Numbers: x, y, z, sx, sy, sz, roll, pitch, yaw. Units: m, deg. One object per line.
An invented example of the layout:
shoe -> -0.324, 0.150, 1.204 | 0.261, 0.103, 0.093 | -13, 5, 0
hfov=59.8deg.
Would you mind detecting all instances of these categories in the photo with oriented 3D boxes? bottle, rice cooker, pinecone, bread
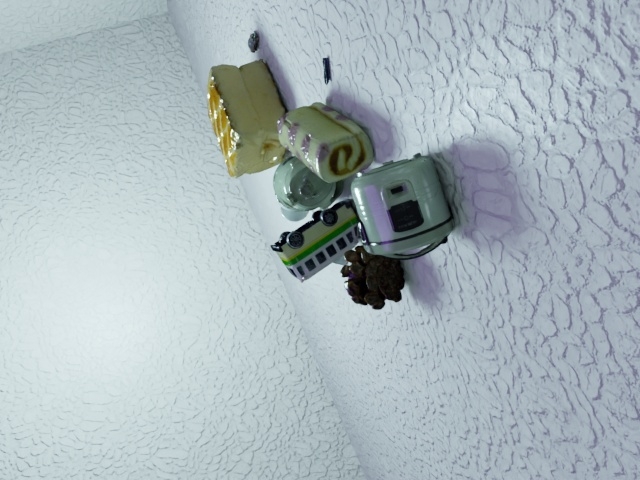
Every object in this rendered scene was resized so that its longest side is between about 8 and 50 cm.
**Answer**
bottle -> -0.042, -0.207, 1.938 | 0.352, 0.229, 0.229 | -154, 45, -78
rice cooker -> 0.194, -0.073, 1.332 | 0.226, 0.226, 0.244 | -164, 54, -71
pinecone -> 0.159, 0.111, 1.730 | 0.229, 0.202, 0.201 | 51, 159, -13
bread -> 0.009, -0.306, 1.723 | 0.338, 0.187, 0.155 | 46, 154, 52
bread -> -0.307, -0.504, 2.357 | 0.390, 0.279, 0.371 | 112, 136, -68

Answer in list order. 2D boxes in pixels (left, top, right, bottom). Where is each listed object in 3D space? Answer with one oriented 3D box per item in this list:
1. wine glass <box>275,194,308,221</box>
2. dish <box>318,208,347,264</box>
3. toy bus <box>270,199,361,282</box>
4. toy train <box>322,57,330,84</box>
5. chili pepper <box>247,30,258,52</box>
wine glass -> -0.109, -0.174, 2.368 | 0.196, 0.165, 0.165 | 101, 145, -74
dish -> 0.018, -0.005, 2.275 | 0.260, 0.085, 0.260 | 159, 90, -75
toy bus -> 0.000, 0.000, 1.951 | 0.179, 0.305, 0.143 | 58, 166, -10
toy train -> 0.018, -0.521, 1.715 | 0.017, 0.017, 0.083 | -125, 21, -47
chili pepper -> -0.281, -0.816, 2.300 | 0.153, 0.041, 0.050 | 157, 134, -75
